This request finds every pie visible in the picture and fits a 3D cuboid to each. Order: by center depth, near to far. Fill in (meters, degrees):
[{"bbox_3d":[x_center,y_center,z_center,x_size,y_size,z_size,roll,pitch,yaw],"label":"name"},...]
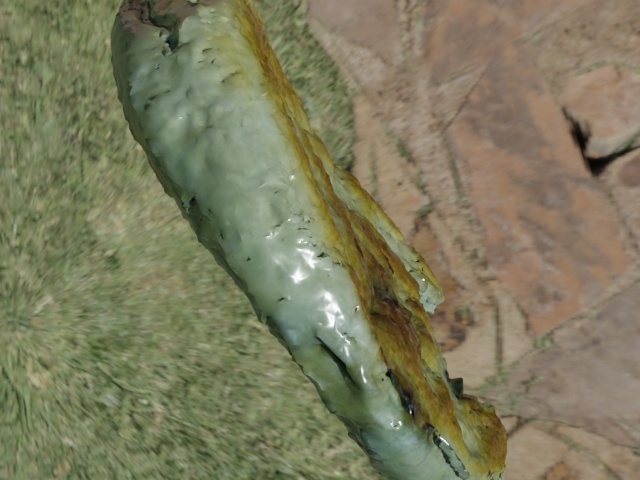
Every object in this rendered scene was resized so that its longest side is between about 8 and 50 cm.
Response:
[{"bbox_3d":[-0.004,-0.006,0.641,0.067,0.302,0.302,-30,94,7],"label":"pie"}]
